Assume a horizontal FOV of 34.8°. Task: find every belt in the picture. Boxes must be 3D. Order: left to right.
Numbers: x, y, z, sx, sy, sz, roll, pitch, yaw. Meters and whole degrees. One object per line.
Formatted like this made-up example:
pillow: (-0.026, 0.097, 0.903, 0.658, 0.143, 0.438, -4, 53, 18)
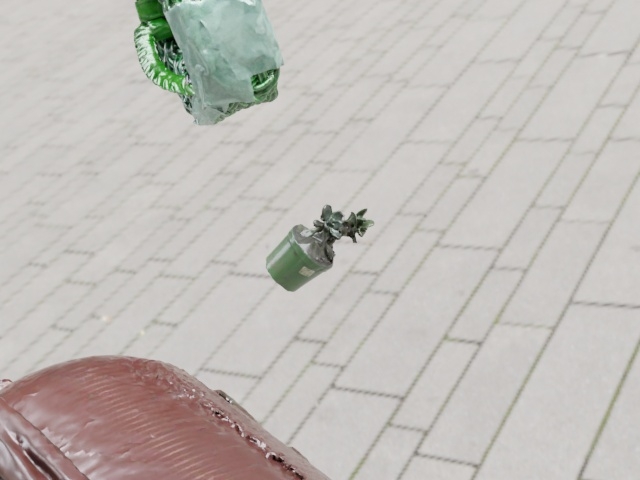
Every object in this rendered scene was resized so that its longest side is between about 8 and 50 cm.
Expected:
belt: (-0.089, -0.147, 0.692, 0.079, 0.151, 0.121, -25, -8, -15)

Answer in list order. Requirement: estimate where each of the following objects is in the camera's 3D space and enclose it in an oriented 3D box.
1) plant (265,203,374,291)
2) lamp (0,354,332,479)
plant: (0.000, 0.000, 0.894, 0.102, 0.051, 0.051, -39, 23, 20)
lamp: (-0.069, 0.145, 0.409, 0.180, 0.180, 0.258, -35, 42, -27)
